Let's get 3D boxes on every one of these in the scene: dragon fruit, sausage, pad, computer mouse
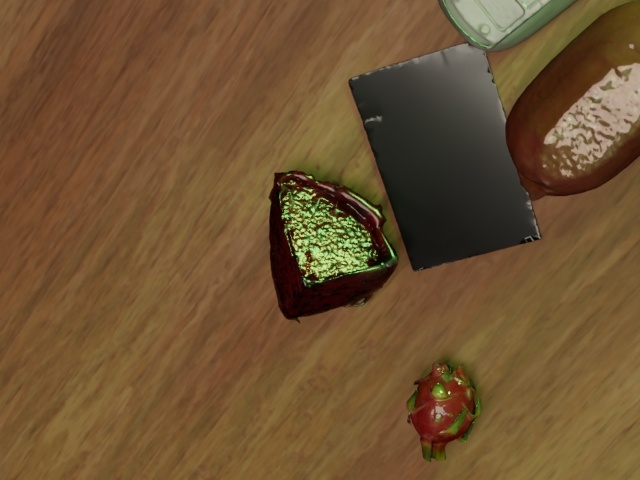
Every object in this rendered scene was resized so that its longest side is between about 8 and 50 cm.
[{"bbox_3d":[0.002,0.000,1.713,0.127,0.121,0.161,133,122,-63],"label":"dragon fruit"},{"bbox_3d":[0.295,-0.146,1.540,0.148,0.148,0.254,41,116,1],"label":"sausage"},{"bbox_3d":[0.143,-0.093,1.672,0.164,0.004,0.243,-15,103,20],"label":"pad"},{"bbox_3d":[0.141,0.204,1.729,0.086,0.081,0.116,22,112,-2],"label":"dragon fruit"},{"bbox_3d":[0.236,-0.304,1.547,0.245,0.056,0.126,-39,92,24],"label":"computer mouse"}]
